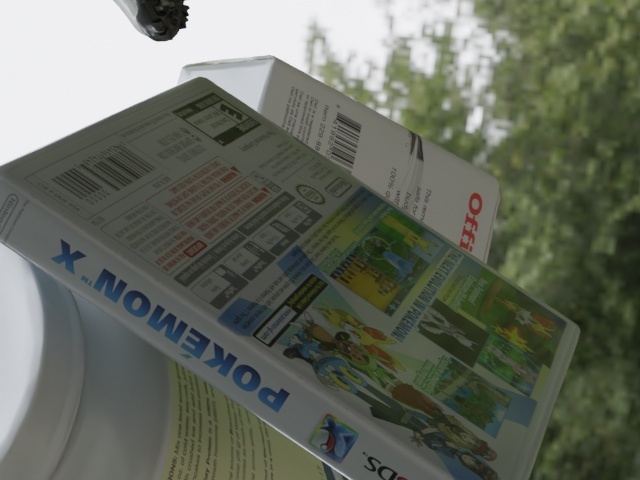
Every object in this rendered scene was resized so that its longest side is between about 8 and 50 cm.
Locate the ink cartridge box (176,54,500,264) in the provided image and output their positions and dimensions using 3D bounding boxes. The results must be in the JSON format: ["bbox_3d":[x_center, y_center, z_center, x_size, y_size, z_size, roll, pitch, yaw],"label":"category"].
[{"bbox_3d":[0.000,0.000,1.446,0.289,0.122,0.211,26,-107,-41],"label":"ink cartridge box"}]

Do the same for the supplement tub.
[{"bbox_3d":[-0.146,0.148,1.012,0.325,0.235,0.235,45,-119,-49],"label":"supplement tub"}]

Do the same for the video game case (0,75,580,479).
[{"bbox_3d":[-0.003,0.023,0.972,0.036,0.300,0.329,-58,-5,18],"label":"video game case"}]

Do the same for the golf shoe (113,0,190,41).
[{"bbox_3d":[-0.159,-0.206,1.118,0.198,0.094,0.077,59,-151,-7],"label":"golf shoe"}]
